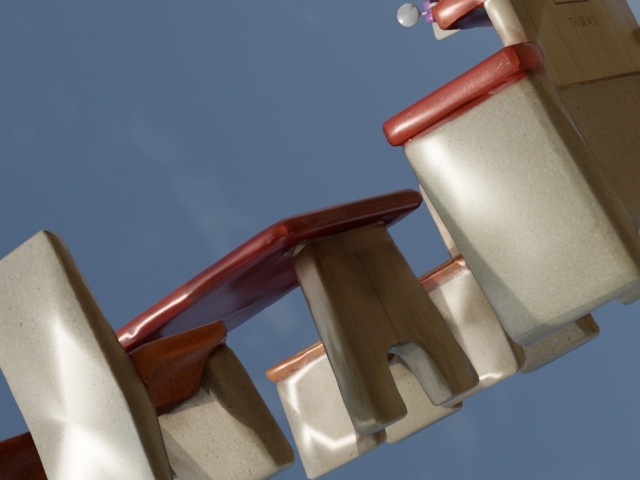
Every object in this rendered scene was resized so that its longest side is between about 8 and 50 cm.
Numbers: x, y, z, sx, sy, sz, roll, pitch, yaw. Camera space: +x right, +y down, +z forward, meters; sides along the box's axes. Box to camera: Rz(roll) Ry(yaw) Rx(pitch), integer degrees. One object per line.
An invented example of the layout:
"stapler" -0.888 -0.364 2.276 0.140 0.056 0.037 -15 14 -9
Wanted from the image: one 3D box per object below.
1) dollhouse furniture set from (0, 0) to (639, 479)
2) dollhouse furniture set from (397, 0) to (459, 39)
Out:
"dollhouse furniture set" 0.000 0.000 0.622 0.262 0.259 0.135 -15 -105 -52
"dollhouse furniture set" 0.069 -0.150 0.838 0.091 0.081 0.114 -9 -93 -29
